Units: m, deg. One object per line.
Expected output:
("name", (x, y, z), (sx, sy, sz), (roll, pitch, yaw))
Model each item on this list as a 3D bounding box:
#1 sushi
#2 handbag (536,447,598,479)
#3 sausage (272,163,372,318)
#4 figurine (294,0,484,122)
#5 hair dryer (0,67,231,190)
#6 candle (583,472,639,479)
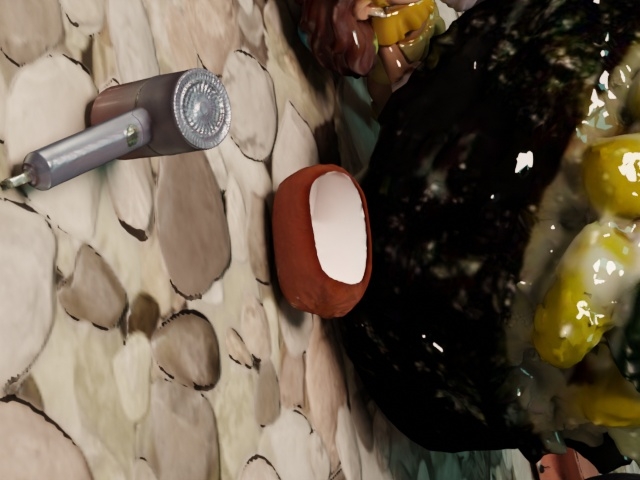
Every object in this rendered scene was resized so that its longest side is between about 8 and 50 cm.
("sushi", (0.204, 0.015, 0.867), (0.328, 0.285, 0.328), (-40, 130, -18))
("handbag", (0.237, 0.143, 1.363), (0.157, 0.059, 0.212), (-46, 123, -65))
("sausage", (0.000, 0.000, 0.812), (0.054, 0.059, 0.094), (139, -51, -62))
("figurine", (0.049, -0.164, 0.951), (0.240, 0.115, 0.175), (55, 48, -57))
("hair dryer", (-0.099, -0.043, 0.595), (0.114, 0.063, 0.037), (-31, 110, -46))
("candle", (0.199, 0.300, 0.939), (0.342, 0.221, 0.221), (-13, 91, -70))
